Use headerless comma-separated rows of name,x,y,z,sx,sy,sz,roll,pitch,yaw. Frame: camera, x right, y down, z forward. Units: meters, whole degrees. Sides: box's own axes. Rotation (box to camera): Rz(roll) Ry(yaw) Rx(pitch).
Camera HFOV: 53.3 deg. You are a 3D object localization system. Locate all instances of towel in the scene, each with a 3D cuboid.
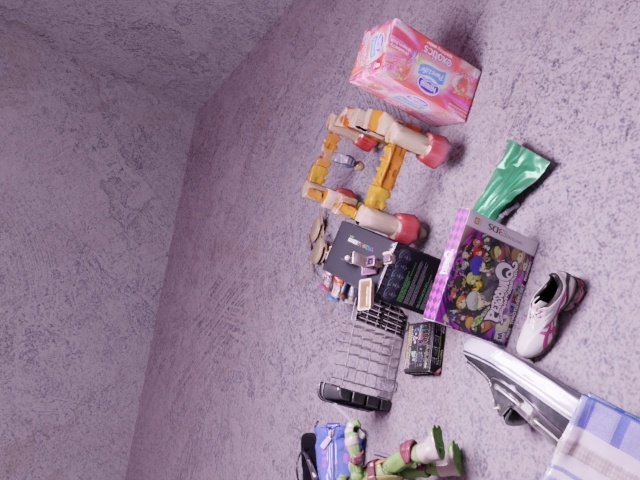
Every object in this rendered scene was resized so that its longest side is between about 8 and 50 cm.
towel,0.441,0.406,0.979,0.209,0.034,0.285,27,97,36

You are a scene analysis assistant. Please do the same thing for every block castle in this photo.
block castle,0.152,-0.183,1.756,0.453,0.212,0.303,31,103,63

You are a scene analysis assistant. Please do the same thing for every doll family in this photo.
doll family,0.081,0.085,1.823,0.263,0.118,0.163,-144,70,-79

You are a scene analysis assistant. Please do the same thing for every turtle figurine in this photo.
turtle figurine,0.148,0.435,1.351,0.266,0.198,0.274,-21,10,26

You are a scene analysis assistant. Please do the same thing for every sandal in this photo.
sandal,-0.027,0.626,1.682,0.097,0.054,0.255,-43,38,38

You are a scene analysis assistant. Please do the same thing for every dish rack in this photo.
dish rack,0.114,0.269,1.534,0.074,0.208,0.272,-1,70,46

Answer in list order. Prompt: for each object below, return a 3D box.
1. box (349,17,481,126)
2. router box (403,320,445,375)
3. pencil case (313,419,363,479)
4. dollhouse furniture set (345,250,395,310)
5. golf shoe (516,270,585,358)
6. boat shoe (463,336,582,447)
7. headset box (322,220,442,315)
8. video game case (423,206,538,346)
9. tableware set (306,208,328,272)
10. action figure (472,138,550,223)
box,0.246,-0.424,1.650,0.142,0.299,0.154,8,78,61
router box,0.243,0.252,1.487,0.092,0.038,0.123,-17,57,54
pencil case,0.041,0.583,1.521,0.119,0.133,0.306,-10,58,19
dollhouse furniture set,0.091,0.077,1.275,0.091,0.081,0.115,-13,65,43
golf shoe,0.419,0.139,1.215,0.186,0.085,0.067,-64,31,12
boat shoe,0.367,0.285,1.169,0.119,0.121,0.335,-62,31,3
headset box,0.176,0.072,1.465,0.246,0.283,0.131,26,94,60
video game case,0.326,0.077,1.284,0.041,0.210,0.232,11,81,61
tableware set,0.000,0.000,2.064,0.194,0.039,0.128,-96,26,-48
action figure,0.402,-0.098,1.421,0.232,0.063,0.137,-57,33,13
